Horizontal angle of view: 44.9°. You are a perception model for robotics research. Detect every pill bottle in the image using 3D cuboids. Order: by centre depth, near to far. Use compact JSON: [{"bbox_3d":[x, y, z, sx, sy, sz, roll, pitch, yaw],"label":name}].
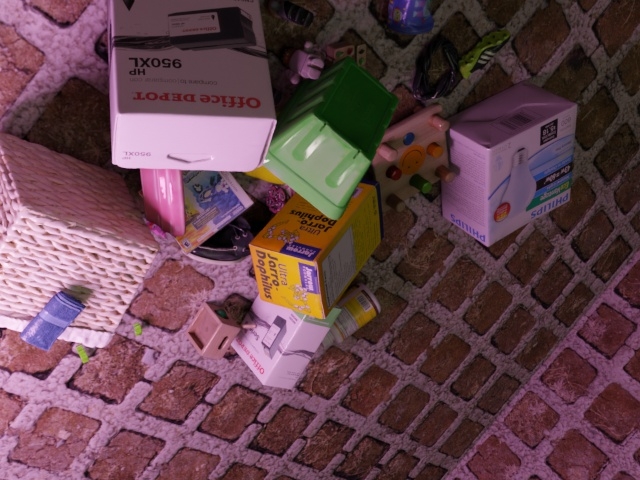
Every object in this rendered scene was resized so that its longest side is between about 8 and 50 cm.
[{"bbox_3d":[0.073,0.236,2.391,0.215,0.117,0.117,-36,135,-12],"label":"pill bottle"}]

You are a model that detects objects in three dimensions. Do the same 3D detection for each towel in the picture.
[{"bbox_3d":[-0.510,0.154,1.473,0.119,0.029,0.067,-47,136,3],"label":"towel"}]

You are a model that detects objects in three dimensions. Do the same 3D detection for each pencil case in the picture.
[{"bbox_3d":[0.240,-0.661,1.889,0.133,0.119,0.306,-22,131,-38],"label":"pencil case"}]

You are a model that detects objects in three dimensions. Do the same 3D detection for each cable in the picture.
[{"bbox_3d":[0.330,-0.474,2.140,0.151,0.047,0.184,-8,123,-34],"label":"cable"}]

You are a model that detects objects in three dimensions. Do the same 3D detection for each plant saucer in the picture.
[{"bbox_3d":[-0.345,-0.170,1.651,0.084,0.332,0.332,-6,125,-12],"label":"plant saucer"}]

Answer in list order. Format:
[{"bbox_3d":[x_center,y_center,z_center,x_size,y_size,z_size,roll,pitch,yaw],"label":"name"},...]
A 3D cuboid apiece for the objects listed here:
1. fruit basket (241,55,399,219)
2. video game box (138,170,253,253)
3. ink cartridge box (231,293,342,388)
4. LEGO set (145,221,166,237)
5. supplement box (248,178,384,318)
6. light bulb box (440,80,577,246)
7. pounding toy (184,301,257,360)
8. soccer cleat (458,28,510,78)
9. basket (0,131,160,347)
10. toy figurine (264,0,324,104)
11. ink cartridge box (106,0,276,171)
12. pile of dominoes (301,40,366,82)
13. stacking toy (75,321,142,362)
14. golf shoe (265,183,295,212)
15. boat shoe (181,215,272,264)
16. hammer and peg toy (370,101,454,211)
[{"bbox_3d":[-0.030,-0.220,1.833,0.283,0.392,0.392,38,94,-12],"label":"fruit basket"},{"bbox_3d":[-0.295,-0.101,1.846,0.205,0.187,0.048,-39,180,-10],"label":"video game box"},{"bbox_3d":[-0.102,0.244,2.195,0.122,0.211,0.289,19,106,-44],"label":"ink cartridge box"},{"bbox_3d":[-0.308,-0.065,1.905,0.227,0.093,0.087,-42,136,-5],"label":"LEGO set"},{"bbox_3d":[0.000,0.000,2.014,0.356,0.195,0.194,-51,145,-41],"label":"supplement box"},{"bbox_3d":[0.567,-0.236,2.362,0.358,0.225,0.360,-28,132,-20],"label":"light bulb box"},{"bbox_3d":[-0.273,0.244,2.122,0.100,0.130,0.141,24,103,-45],"label":"pounding toy"},{"bbox_3d":[0.466,-0.532,2.202,0.179,0.060,0.072,-37,145,-1],"label":"soccer cleat"},{"bbox_3d":[-0.550,-0.002,1.577,0.331,0.328,0.266,22,111,-44],"label":"basket"},{"bbox_3d":[-0.115,-0.437,1.765,0.210,0.148,0.213,-36,133,-20],"label":"toy figurine"},{"bbox_3d":[-0.255,-0.341,1.476,0.286,0.394,0.166,-1,152,-17],"label":"ink cartridge box"},{"bbox_3d":[0.042,-0.381,1.990,0.196,0.040,0.251,-20,129,-26],"label":"pile of dominoes"},{"bbox_3d":[-0.549,0.192,1.937,0.167,0.052,0.221,-24,133,-20],"label":"stacking toy"},{"bbox_3d":[-0.094,-0.167,2.029,0.086,0.068,0.186,-32,141,-54],"label":"golf shoe"},{"bbox_3d":[-0.201,-0.012,2.001,0.340,0.127,0.113,0,118,-40],"label":"boat shoe"},{"bbox_3d":[0.208,-0.211,2.173,0.361,0.127,0.265,-30,133,-18],"label":"hammer and peg toy"}]
